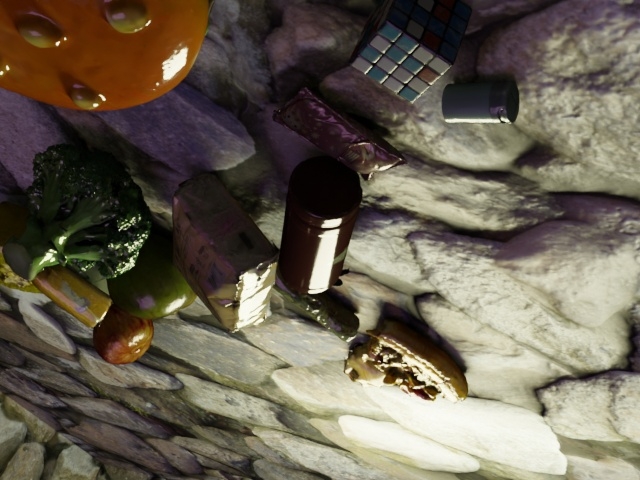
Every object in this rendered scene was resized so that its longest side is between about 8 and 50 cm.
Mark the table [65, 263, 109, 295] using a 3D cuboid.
[{"bbox_3d":[-0.480,0.014,1.732,0.126,0.126,0.220,3,146,31],"label":"table"}]

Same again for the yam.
[{"bbox_3d":[-0.034,0.102,1.636,0.274,0.061,0.061,38,147,-23],"label":"yam"}]

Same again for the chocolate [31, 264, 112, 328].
[{"bbox_3d":[-0.520,0.086,1.673,0.219,0.086,0.085,39,147,-26],"label":"chocolate"}]

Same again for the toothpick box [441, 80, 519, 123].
[{"bbox_3d":[0.197,-0.169,1.040,0.083,0.052,0.052,4,145,32],"label":"toothpick box"}]

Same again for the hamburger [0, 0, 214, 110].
[{"bbox_3d":[-0.277,-0.321,0.864,0.395,0.278,0.396,10,152,5],"label":"hamburger"}]

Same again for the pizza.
[{"bbox_3d":[0.143,0.242,1.728,0.287,0.074,0.251,3,142,29],"label":"pizza"}]

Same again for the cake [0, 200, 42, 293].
[{"bbox_3d":[-0.632,0.020,1.822,0.179,0.156,0.260,18,159,-23],"label":"cake"}]

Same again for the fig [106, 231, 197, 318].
[{"bbox_3d":[-0.339,0.068,1.685,0.181,0.181,0.191,-21,102,51],"label":"fig"}]

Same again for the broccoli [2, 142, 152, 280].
[{"bbox_3d":[-0.436,-0.038,1.491,0.269,0.270,0.270,23,134,26],"label":"broccoli"}]

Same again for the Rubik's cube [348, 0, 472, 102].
[{"bbox_3d":[0.102,-0.232,0.963,0.092,0.092,0.092,30,149,-13],"label":"Rubik's cube"}]

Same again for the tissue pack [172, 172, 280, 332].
[{"bbox_3d":[-0.179,0.035,1.505,0.215,0.123,0.257,51,153,17],"label":"tissue pack"}]

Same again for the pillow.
[{"bbox_3d":[0.027,-0.150,1.202,0.185,0.043,0.118,36,154,-15],"label":"pillow"}]

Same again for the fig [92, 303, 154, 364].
[{"bbox_3d":[-0.488,0.219,2.066,0.202,0.148,0.149,37,145,55],"label":"fig"}]

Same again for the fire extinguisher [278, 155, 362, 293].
[{"bbox_3d":[0.000,0.000,1.396,0.135,0.114,0.337,-3,151,-10],"label":"fire extinguisher"}]
